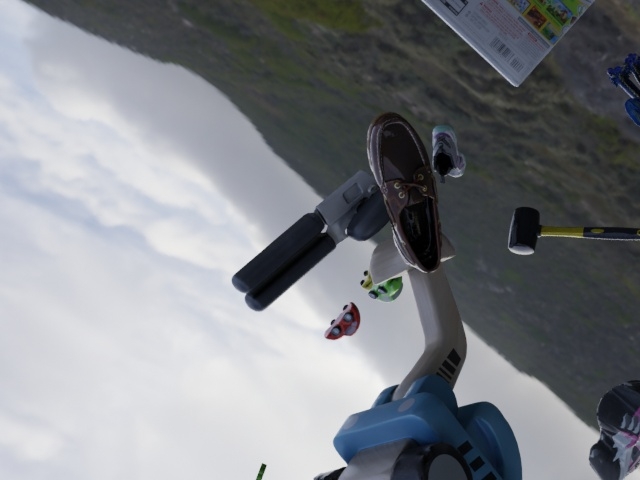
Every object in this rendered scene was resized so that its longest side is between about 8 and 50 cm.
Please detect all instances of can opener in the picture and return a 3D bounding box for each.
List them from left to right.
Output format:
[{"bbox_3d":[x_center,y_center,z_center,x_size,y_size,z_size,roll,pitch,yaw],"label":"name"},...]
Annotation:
[{"bbox_3d":[0.000,0.000,1.265,0.095,0.283,0.076,18,144,58],"label":"can opener"}]

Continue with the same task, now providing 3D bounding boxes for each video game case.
[{"bbox_3d":[0.282,-0.375,1.244,0.227,0.206,0.026,36,-168,-21],"label":"video game case"}]

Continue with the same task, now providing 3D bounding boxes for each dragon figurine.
[{"bbox_3d":[0.649,-0.252,1.640,0.144,0.085,0.289,35,-151,-32],"label":"dragon figurine"}]

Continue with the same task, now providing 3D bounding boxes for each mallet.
[{"bbox_3d":[0.340,-0.002,1.122,0.190,0.062,0.039,10,161,33],"label":"mallet"}]

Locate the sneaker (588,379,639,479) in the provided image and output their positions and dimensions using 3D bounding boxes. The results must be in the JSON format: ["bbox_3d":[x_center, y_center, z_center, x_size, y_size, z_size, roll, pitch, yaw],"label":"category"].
[{"bbox_3d":[0.411,0.246,1.118,0.077,0.178,0.072,-18,-134,-24],"label":"sneaker"}]

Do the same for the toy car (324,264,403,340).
[{"bbox_3d":[0.119,0.116,1.810,0.053,0.239,0.225,39,154,-9],"label":"toy car"}]

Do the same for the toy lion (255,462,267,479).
[{"bbox_3d":[-0.150,0.571,1.968,0.034,0.100,0.096,21,-150,0],"label":"toy lion"}]

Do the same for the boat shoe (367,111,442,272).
[{"bbox_3d":[0.113,-0.058,1.056,0.073,0.073,0.207,-117,7,-68],"label":"boat shoe"}]

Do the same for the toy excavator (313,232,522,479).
[{"bbox_3d":[0.159,0.247,1.219,0.433,0.222,0.445,53,-139,-9],"label":"toy excavator"}]

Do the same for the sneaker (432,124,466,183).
[{"bbox_3d":[0.169,-0.099,1.133,0.098,0.038,0.069,55,-144,-47],"label":"sneaker"}]
